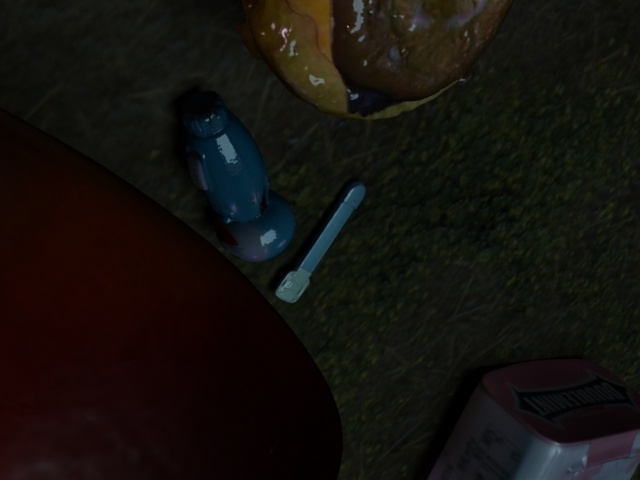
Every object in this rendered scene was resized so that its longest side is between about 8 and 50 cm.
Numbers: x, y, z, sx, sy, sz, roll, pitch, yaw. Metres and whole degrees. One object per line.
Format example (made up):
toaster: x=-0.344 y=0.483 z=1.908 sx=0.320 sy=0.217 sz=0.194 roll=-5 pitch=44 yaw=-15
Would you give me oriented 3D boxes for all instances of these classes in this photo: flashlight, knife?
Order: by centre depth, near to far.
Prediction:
flashlight: x=-0.051 y=-0.038 z=0.965 sx=0.051 sy=0.051 sz=0.129 roll=-38 pitch=137 yaw=-17
knife: x=0.000 y=0.000 z=1.083 sx=0.096 sy=0.010 sz=0.027 roll=-56 pitch=144 yaw=4

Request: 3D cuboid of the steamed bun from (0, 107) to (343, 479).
steamed bun: x=-0.131 y=0.111 z=0.790 sx=0.235 sy=0.248 sz=0.379 roll=-61 pitch=151 yaw=-25

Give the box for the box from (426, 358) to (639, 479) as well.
box: x=0.140 y=0.284 z=1.412 sx=0.190 sy=0.112 sz=0.370 roll=0 pitch=123 yaw=-47

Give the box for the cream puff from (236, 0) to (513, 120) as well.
cream puff: x=0.026 y=-0.156 z=0.868 sx=0.189 sy=0.129 sz=0.189 roll=-23 pitch=127 yaw=-34
